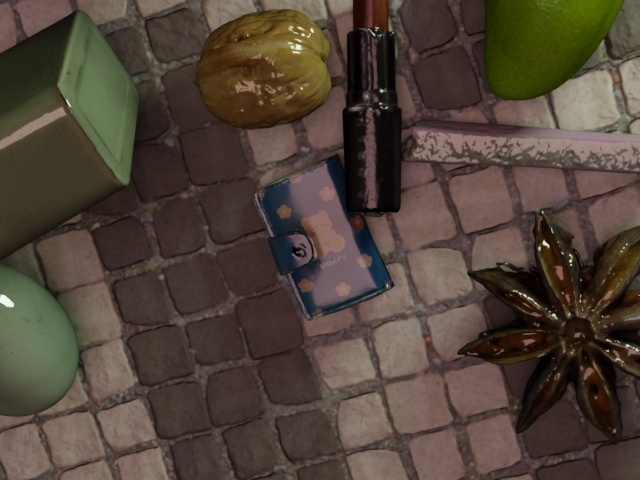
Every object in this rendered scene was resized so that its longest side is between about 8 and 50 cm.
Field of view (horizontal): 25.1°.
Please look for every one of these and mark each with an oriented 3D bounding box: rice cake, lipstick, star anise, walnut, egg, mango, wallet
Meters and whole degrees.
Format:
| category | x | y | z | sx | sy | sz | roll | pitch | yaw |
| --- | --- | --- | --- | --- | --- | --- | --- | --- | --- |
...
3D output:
| category | x | y | z | sx | sy | sz | roll | pitch | yaw |
| --- | --- | --- | --- | --- | --- | --- | --- | --- | --- |
| rice cake | 0.279 | -0.122 | 1.889 | 0.365 | 0.072 | 0.056 | 5 | 102 | 10 |
| lipstick | 0.068 | -0.181 | 1.896 | 0.081 | 0.081 | 0.300 | -1 | 88 | 9 |
| star anise | 0.342 | 0.113 | 1.895 | 0.331 | 0.117 | 0.332 | 3 | 102 | 17 |
| walnut | -0.079 | -0.224 | 1.884 | 0.184 | 0.155 | 0.155 | -11 | 97 | 13 |
| egg | -0.441 | 0.130 | 1.962 | 0.183 | 0.183 | 0.264 | -30 | 125 | 12 |
| mango | 0.292 | -0.337 | 1.805 | 0.192 | 0.156 | 0.343 | 21 | 104 | 7 |
| wallet | 0.000 | 0.001 | 1.954 | 0.141 | 0.059 | 0.202 | -22 | 96 | 13 |

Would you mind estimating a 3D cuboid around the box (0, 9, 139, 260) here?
| category | x | y | z | sx | sy | sz | roll | pitch | yaw |
| --- | --- | --- | --- | --- | --- | --- | --- | --- | --- |
| box | -0.421 | -0.110 | 1.846 | 0.344 | 0.352 | 0.177 | -29 | 115 | 10 |
